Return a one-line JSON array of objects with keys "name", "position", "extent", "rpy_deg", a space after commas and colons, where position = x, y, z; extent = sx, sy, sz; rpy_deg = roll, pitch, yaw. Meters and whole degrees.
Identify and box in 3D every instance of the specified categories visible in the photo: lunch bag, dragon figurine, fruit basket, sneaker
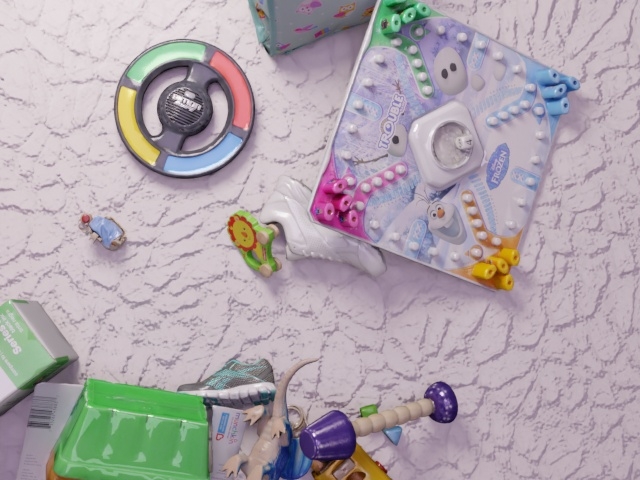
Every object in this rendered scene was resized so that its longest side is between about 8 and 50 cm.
[{"name": "lunch bag", "position": [-0.007, -0.420, 1.614], "extent": [0.223, 0.262, 0.160], "rpy_deg": [-23, 59, -8]}, {"name": "dragon figurine", "position": [-0.065, 0.322, 1.592], "extent": [0.085, 0.144, 0.289], "rpy_deg": [12, 75, 30]}, {"name": "fruit basket", "position": [-0.308, 0.394, 1.589], "extent": [0.327, 0.165, 0.353], "rpy_deg": [11, 110, -14]}, {"name": "sneaker", "position": [0.000, 0.000, 1.672], "extent": [0.232, 0.090, 0.115], "rpy_deg": [37, 91, 6]}, {"name": "sneaker", "position": [-0.150, 0.229, 1.659], "extent": [0.166, 0.065, 0.076], "rpy_deg": [-5, 57, 4]}]

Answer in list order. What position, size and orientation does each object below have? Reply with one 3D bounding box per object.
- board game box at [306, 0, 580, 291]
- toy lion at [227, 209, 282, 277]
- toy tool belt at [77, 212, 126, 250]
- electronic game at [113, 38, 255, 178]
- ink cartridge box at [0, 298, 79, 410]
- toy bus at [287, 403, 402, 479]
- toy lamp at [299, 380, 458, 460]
[{"name": "board game box", "position": [0.210, -0.153, 1.642], "extent": [0.390, 0.050, 0.390], "rpy_deg": [21, 86, -25]}, {"name": "toy lion", "position": [-0.111, 0.002, 1.662], "extent": [0.034, 0.096, 0.100], "rpy_deg": [-35, 132, -42]}, {"name": "toy tool belt", "position": [-0.352, -0.018, 1.647], "extent": [0.083, 0.051, 0.052], "rpy_deg": [36, 85, -3]}, {"name": "electronic game", "position": [-0.221, -0.215, 1.670], "extent": [0.229, 0.048, 0.229], "rpy_deg": [0, 87, -5]}, {"name": "ink cartridge box", "position": [-0.528, 0.221, 1.539], "extent": [0.289, 0.211, 0.121], "rpy_deg": [-37, 90, -7]}, {"name": "toy bus", "position": [0.036, 0.363, 1.641], "extent": [0.202, 0.104, 0.191], "rpy_deg": [1, 87, -6]}, {"name": "toy lamp", "position": [0.091, 0.287, 1.607], "extent": [0.274, 0.080, 0.080], "rpy_deg": [-8, 88, -33]}]
